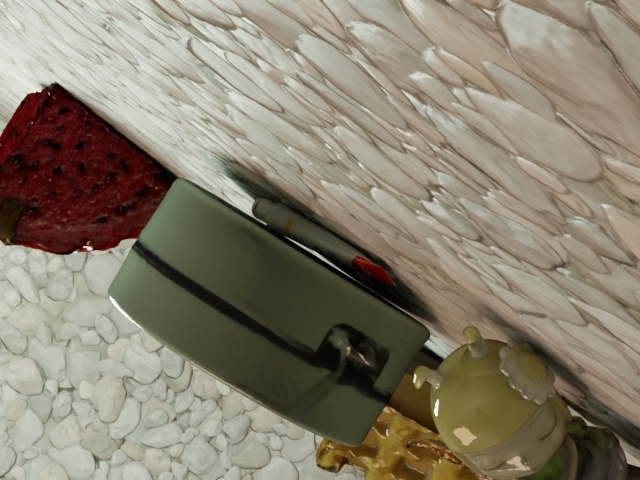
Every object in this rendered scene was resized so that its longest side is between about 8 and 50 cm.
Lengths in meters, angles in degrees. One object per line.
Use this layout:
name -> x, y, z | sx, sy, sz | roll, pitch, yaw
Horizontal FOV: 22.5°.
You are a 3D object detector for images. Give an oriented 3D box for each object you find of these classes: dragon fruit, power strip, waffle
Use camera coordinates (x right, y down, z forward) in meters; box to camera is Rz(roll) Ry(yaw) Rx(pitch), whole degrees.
dragon fruit -> -0.315, -0.084, 2.229 | 0.330, 0.302, 0.240 | 21, 141, 0
power strip -> -0.053, 0.084, 1.778 | 0.357, 0.161, 0.357 | 32, 180, 0
waffle -> 0.172, 0.286, 2.061 | 0.348, 0.077, 0.304 | 24, 153, 2

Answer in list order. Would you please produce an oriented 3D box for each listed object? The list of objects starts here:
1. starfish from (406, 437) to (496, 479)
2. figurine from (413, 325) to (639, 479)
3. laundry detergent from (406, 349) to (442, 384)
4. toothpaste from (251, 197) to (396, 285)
starfish -> 0.268, 0.357, 1.935 | 0.301, 0.084, 0.293 | 7, 146, 25
figurine -> 0.227, 0.220, 1.557 | 0.394, 0.226, 0.274 | 46, -162, -26
laundry detergent -> 0.106, 0.172, 2.173 | 0.171, 0.076, 0.237 | 44, 173, -36
toothpaste -> 0.000, 0.000, 1.690 | 0.190, 0.031, 0.048 | 29, 167, 36
